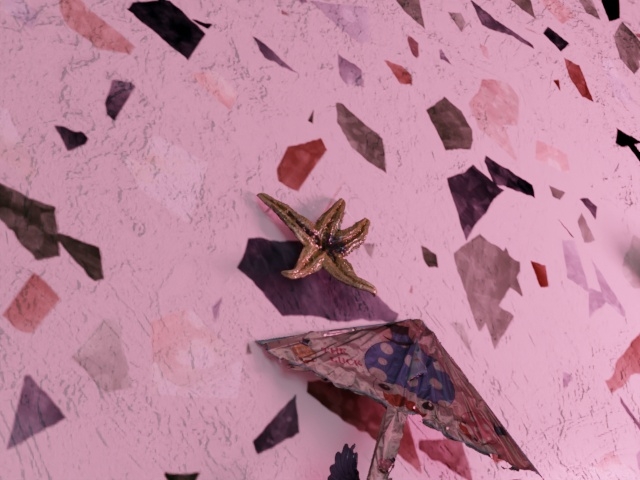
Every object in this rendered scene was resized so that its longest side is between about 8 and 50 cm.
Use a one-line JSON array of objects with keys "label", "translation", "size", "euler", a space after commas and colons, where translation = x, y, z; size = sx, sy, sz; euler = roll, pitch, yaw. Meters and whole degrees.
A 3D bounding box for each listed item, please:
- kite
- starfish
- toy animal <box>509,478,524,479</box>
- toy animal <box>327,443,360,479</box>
[{"label": "kite", "translation": [0.109, 0.196, 1.185], "size": [0.406, 0.014, 0.368], "euler": [25, 30, 1]}, {"label": "starfish", "translation": [-0.001, 0.001, 1.273], "size": [0.217, 0.050, 0.223], "euler": [45, 34, 3]}, {"label": "toy animal", "translation": [0.222, 0.457, 1.098], "size": [0.208, 0.154, 0.325], "euler": [16, 74, -54]}, {"label": "toy animal", "translation": [0.035, 0.345, 1.051], "size": [0.062, 0.108, 0.220], "euler": [15, 56, -43]}]
